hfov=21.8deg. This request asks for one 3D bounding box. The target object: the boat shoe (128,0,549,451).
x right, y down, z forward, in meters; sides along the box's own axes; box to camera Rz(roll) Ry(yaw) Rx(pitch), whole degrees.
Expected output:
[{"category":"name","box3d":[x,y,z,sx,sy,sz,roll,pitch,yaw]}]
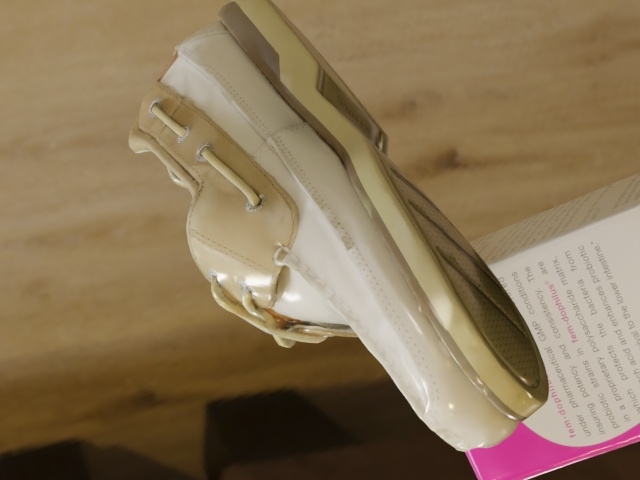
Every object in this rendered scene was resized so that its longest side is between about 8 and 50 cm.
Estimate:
[{"category":"boat shoe","box3d":[0.000,0.000,0.766,0.103,0.302,0.113,-40,131,7]}]

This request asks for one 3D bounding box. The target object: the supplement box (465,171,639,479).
[{"category":"supplement box","box3d":[0.167,0.028,0.837,0.220,0.114,0.111,-23,96,22]}]
